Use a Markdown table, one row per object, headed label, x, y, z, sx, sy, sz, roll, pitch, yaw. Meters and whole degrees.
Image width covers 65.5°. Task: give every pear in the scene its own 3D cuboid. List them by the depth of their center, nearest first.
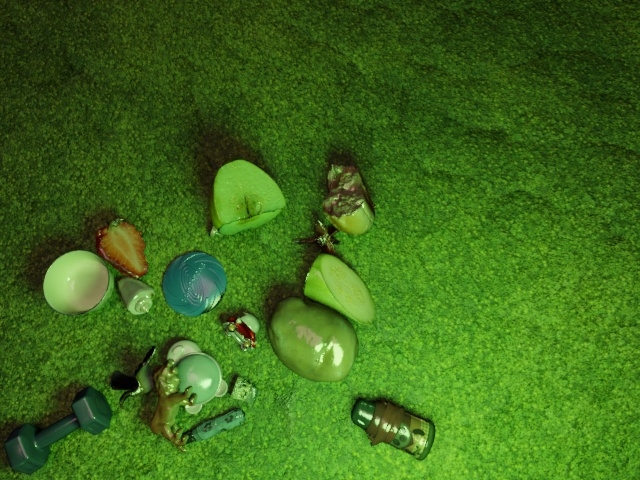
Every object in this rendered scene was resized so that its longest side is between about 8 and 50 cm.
| label | x | y | z | sx | sy | sz | roll | pitch | yaw |
| --- | --- | --- | --- | --- | --- | --- | --- | --- | --- |
| pear | -0.300 | -0.167 | 1.809 | 0.292 | 0.159 | 0.293 | 7 | 75 | -27 |

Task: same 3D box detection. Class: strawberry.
| label | x | y | z | sx | sy | sz | roll | pitch | yaw |
| --- | --- | --- | --- | --- | --- | --- | --- | --- | --- |
| strawberry | -0.743 | 0.042 | 1.844 | 0.175 | 0.106 | 0.236 | 0 | 69 | -34 |

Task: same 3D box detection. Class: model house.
| label | x | y | z | sx | sy | sz | roll | pitch | yaw |
| --- | --- | --- | --- | --- | --- | --- | --- | --- | --- |
| model house | -0.257 | 0.519 | 1.717 | 0.083 | 0.066 | 0.079 | 20 | 79 | 5 |

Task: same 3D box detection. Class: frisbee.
| label | x | y | z | sx | sy | sz | roll | pitch | yaw |
| --- | --- | --- | --- | --- | --- | --- | --- | --- | --- |
| frisbee | -0.466 | 0.157 | 1.830 | 0.241 | 0.045 | 0.242 | -1 | 77 | 3 |

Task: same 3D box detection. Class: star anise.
| label | x | y | z | sx | sy | sz | roll | pitch | yaw |
| --- | --- | --- | --- | --- | --- | --- | --- | --- | --- |
| star anise | -0.006 | -0.006 | 1.856 | 0.140 | 0.144 | 0.159 | 15 | 80 | -40 |

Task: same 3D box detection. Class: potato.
| label | x | y | z | sx | sy | sz | roll | pitch | yaw |
| --- | --- | --- | --- | --- | --- | --- | --- | --- | --- |
| potato | -0.031 | 0.334 | 1.671 | 0.326 | 0.221 | 0.243 | 22 | 122 | 13 |

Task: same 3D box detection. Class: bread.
| label | x | y | z | sx | sy | sz | roll | pitch | yaw |
| --- | --- | --- | --- | --- | --- | --- | --- | --- | --- |
| bread | 0.108 | -0.130 | 1.809 | 0.171 | 0.192 | 0.314 | -24 | 43 | 15 |

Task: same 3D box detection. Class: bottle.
| label | x | y | z | sx | sy | sz | roll | pitch | yaw |
| --- | --- | --- | --- | --- | --- | --- | --- | --- | --- |
| bottle | 0.230 | 0.615 | 1.639 | 0.271 | 0.143 | 0.156 | 22 | 52 | 5 |

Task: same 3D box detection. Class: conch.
| label | x | y | z | sx | sy | sz | roll | pitch | yaw |
| --- | --- | --- | --- | --- | --- | --- | --- | --- | --- |
| conch | -0.673 | 0.200 | 1.819 | 0.104 | 0.094 | 0.176 | -52 | 51 | 2 |

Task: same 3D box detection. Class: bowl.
| label | x | y | z | sx | sy | sz | roll | pitch | yaw |
| --- | --- | --- | --- | --- | --- | --- | --- | --- | --- |
| bowl | -0.853 | 0.160 | 1.798 | 0.237 | 0.126 | 0.238 | -1 | 76 | 2 |

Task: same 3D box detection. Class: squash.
| label | x | y | z | sx | sy | sz | roll | pitch | yaw |
| --- | --- | --- | --- | --- | --- | --- | --- | --- | --- |
| squash | 0.086 | 0.164 | 1.736 | 0.260 | 0.189 | 0.189 | 22 | 77 | 12 |

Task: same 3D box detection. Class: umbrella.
| label | x | y | z | sx | sy | sz | roll | pitch | yaw |
| --- | --- | --- | --- | --- | --- | --- | --- | --- | --- |
| umbrella | -0.370 | 0.641 | 1.695 | 0.250 | 0.052 | 0.053 | -26 | 110 | 2 |

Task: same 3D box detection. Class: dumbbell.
| label | x | y | z | sx | sy | sz | roll | pitch | yaw |
| --- | --- | --- | --- | --- | --- | --- | --- | --- | --- |
| dumbbell | -0.873 | 0.634 | 1.670 | 0.324 | 0.144 | 0.160 | -30 | 78 | -7 |

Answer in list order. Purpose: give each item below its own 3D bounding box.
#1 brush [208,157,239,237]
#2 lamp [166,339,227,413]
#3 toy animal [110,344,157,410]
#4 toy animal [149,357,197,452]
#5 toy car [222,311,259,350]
| label | x | y | z | sx | sy | sz | roll | pitch | yaw |
| --- | --- | --- | --- | --- | --- | --- | --- | --- | --- |
| brush | -0.350 | -0.162 | 1.901 | 0.065 | 0.070 | 0.328 | 17 | 74 | -13 |
| lamp | -0.442 | 0.457 | 1.719 | 0.179 | 0.108 | 0.246 | -32 | 76 | -10 |
| toy animal | -0.595 | 0.486 | 1.672 | 0.160 | 0.272 | 0.197 | 27 | 35 | -25 |
| toy animal | -0.495 | 0.542 | 1.630 | 0.157 | 0.097 | 0.313 | 15 | 97 | 14 |
| toy car | -0.265 | 0.314 | 1.759 | 0.139 | 0.112 | 0.112 | 45 | 65 | 2 |
